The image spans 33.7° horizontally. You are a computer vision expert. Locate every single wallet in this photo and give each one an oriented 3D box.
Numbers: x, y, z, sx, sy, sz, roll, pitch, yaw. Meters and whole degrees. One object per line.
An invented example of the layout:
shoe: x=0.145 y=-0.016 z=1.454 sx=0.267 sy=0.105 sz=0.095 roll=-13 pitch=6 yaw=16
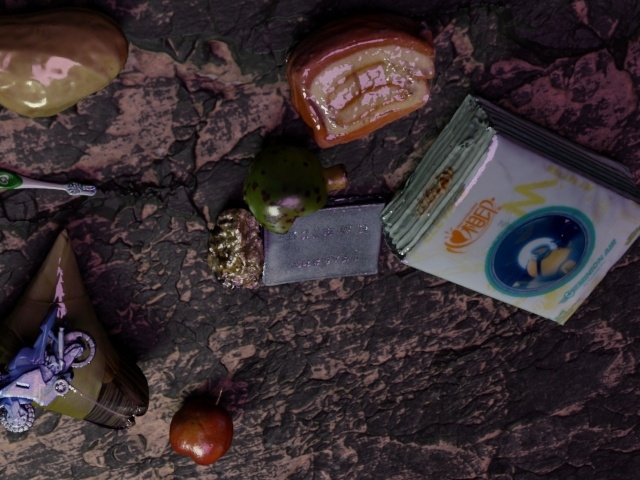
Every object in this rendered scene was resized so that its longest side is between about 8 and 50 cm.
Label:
wallet: x=0.001 y=0.001 z=1.831 sx=0.222 sy=0.036 sz=0.167 roll=-4 pitch=127 yaw=-12

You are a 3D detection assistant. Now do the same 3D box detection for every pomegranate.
pomegranate: x=-0.046 y=-0.096 z=1.676 sx=0.169 sy=0.143 sz=0.122 roll=-23 pitch=129 yaw=16

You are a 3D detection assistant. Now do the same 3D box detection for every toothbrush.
toothbrush: x=-0.500 y=-0.095 z=1.640 sx=0.303 sy=0.030 sz=0.030 roll=7 pitch=125 yaw=-16

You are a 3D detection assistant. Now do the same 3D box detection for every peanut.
peanut: x=-0.425 y=-0.242 z=1.474 sx=0.318 sy=0.148 sz=0.148 roll=-9 pitch=128 yaw=-11

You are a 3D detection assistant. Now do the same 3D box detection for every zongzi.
zongzi: x=-0.380 y=0.157 z=1.786 sx=0.289 sy=0.154 sz=0.318 roll=22 pitch=114 yaw=-30

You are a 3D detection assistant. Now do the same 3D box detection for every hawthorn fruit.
hawthorn fruit: x=-0.216 y=0.357 z=1.998 sx=0.140 sy=0.125 sz=0.125 roll=-43 pitch=130 yaw=-17

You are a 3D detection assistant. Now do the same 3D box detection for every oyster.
oyster: x=-0.141 y=0.015 z=1.778 sx=0.105 sy=0.056 sz=0.177 roll=25 pitch=128 yaw=5

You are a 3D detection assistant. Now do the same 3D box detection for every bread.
bread: x=0.065 y=-0.253 z=1.601 sx=0.244 sy=0.123 sz=0.190 roll=-27 pitch=127 yaw=5

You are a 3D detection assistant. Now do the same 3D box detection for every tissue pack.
tissue pack: x=0.337 y=-0.044 z=1.796 sx=0.388 sy=0.162 sz=0.287 roll=20 pitch=118 yaw=-30

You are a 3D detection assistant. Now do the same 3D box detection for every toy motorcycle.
toy motorcycle: x=-0.450 y=0.205 z=1.675 sx=0.114 sy=0.076 sz=0.205 roll=42 pitch=92 yaw=-11
